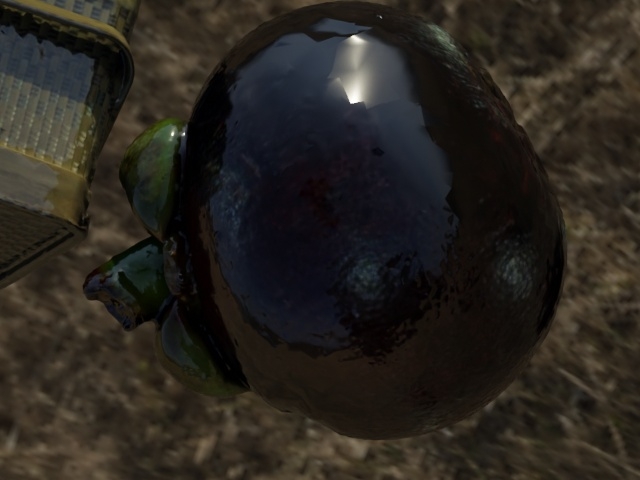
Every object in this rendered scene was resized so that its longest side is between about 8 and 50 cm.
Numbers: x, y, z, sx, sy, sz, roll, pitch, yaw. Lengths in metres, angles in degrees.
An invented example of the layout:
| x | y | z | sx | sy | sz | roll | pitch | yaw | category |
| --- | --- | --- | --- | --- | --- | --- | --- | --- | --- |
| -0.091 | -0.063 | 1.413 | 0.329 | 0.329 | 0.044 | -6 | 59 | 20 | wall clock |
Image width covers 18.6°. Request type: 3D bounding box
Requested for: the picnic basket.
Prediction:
| x | y | z | sx | sy | sz | roll | pitch | yaw | category |
| --- | --- | --- | --- | --- | --- | --- | --- | --- | --- |
| -0.224 | -0.064 | 1.062 | 0.267 | 0.165 | 0.139 | -25 | 49 | 58 | picnic basket |

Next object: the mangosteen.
| x | y | z | sx | sy | sz | roll | pitch | yaw | category |
| --- | --- | --- | --- | --- | --- | --- | --- | --- | --- |
| 0.012 | 0.001 | 0.949 | 0.216 | 0.216 | 0.216 | -11 | 68 | 28 | mangosteen |
